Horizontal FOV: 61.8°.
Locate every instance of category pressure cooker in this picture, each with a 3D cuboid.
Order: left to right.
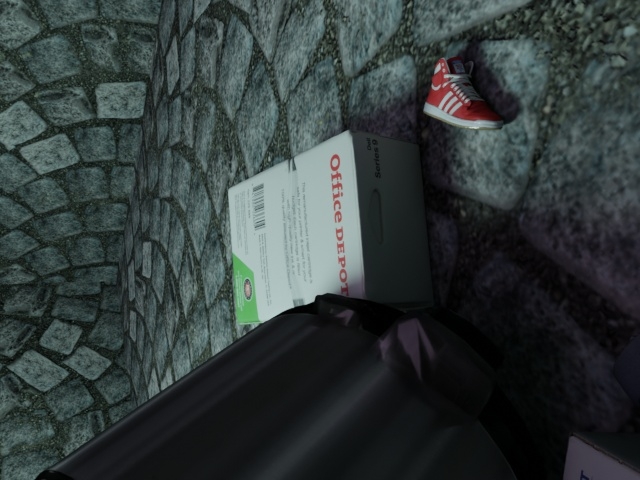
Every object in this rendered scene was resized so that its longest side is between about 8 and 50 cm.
[{"bbox_3d":[-0.003,0.252,0.487,0.369,0.420,0.376,-10,104,43],"label":"pressure cooker"}]

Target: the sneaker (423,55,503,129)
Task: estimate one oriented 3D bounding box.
[{"bbox_3d":[0.152,-0.156,0.563,0.118,0.042,0.067,-136,49,-56],"label":"sneaker"}]

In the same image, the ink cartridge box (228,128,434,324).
[{"bbox_3d":[0.000,0.000,0.719,0.289,0.121,0.211,-13,78,51],"label":"ink cartridge box"}]

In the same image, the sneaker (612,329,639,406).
[{"bbox_3d":[0.287,0.041,0.242,0.319,0.112,0.131,-57,39,46],"label":"sneaker"}]

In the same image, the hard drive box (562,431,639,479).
[{"bbox_3d":[0.238,0.237,0.290,0.232,0.089,0.181,-164,80,-73],"label":"hard drive box"}]
